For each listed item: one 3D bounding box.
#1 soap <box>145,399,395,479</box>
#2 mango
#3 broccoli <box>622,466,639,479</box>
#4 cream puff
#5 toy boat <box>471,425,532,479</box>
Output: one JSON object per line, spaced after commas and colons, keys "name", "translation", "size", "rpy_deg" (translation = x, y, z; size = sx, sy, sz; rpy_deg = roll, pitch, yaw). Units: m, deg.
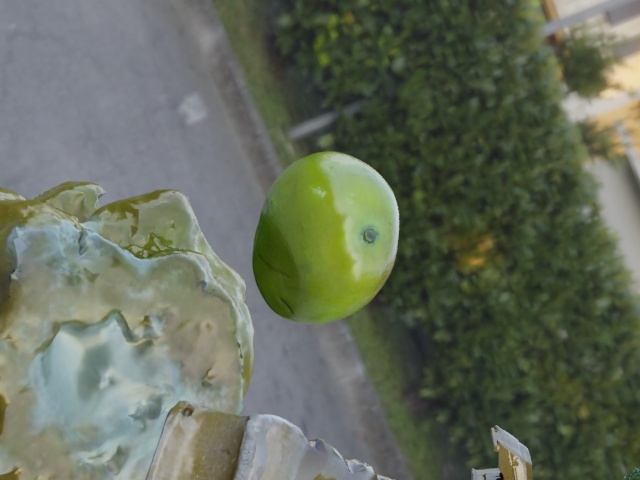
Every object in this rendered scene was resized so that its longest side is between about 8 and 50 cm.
{"name": "soap", "translation": [-0.048, 0.224, 0.541], "size": [0.160, 0.080, 0.257], "rpy_deg": [41, 61, -53]}
{"name": "mango", "translation": [0.003, 0.005, 0.815], "size": [0.117, 0.089, 0.163], "rpy_deg": [63, -29, 25]}
{"name": "broccoli", "translation": [0.534, 0.401, 1.333], "size": [0.310, 0.414, 0.321], "rpy_deg": [52, 46, -25]}
{"name": "cream puff", "translation": [-0.258, 0.094, 1.098], "size": [0.275, 0.378, 0.378], "rpy_deg": [22, -38, 59]}
{"name": "toy boat", "translation": [0.225, 0.325, 1.380], "size": [0.057, 0.077, 0.200], "rpy_deg": [-89, 176, -62]}
